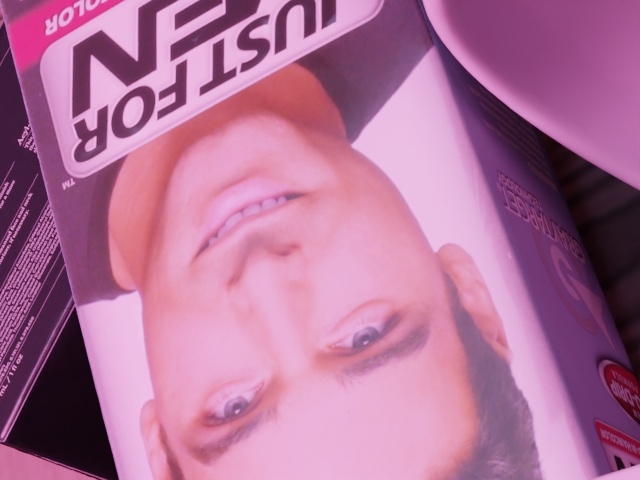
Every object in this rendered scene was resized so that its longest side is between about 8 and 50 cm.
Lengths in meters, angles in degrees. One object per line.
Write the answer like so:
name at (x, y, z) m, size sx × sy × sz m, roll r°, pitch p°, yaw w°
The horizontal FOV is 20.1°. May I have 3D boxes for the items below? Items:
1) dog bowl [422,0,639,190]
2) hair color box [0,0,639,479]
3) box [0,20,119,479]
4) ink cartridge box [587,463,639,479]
dog bowl at (0.173, -0.072, 0.592) m, size 0.265 × 0.265 × 0.104 m, roll 18°, pitch 78°, yaw 48°
hair color box at (0.000, 0.000, 0.755) m, size 0.185 × 0.113 × 0.374 m, roll -27°, pitch 64°, yaw 19°
box at (-0.122, -0.026, 0.976) m, size 0.184 × 0.103 × 0.261 m, roll 26°, pitch 87°, yaw 44°
ink cartridge box at (0.242, 0.077, 0.514) m, size 0.332 × 0.165 × 0.065 m, roll -26°, pitch 51°, yaw 34°
